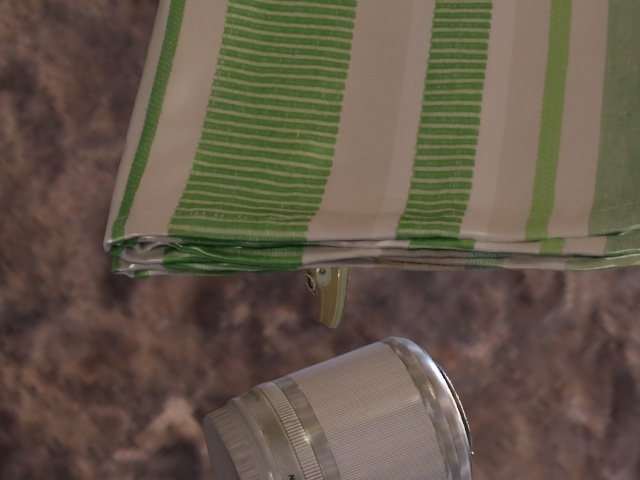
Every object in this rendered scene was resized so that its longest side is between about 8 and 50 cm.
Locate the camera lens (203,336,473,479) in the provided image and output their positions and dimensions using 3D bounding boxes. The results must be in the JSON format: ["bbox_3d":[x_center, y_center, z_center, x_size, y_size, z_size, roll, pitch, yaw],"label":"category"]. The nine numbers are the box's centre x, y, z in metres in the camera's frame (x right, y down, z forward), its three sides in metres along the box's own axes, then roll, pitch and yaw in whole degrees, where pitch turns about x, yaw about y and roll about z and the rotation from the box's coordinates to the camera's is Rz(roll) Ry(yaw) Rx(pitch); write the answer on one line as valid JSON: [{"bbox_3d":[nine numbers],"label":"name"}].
[{"bbox_3d":[0.025,0.249,2.212,0.274,0.219,0.219,-19,-34,-13],"label":"camera lens"}]

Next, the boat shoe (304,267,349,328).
[{"bbox_3d":[0.000,0.000,1.615,0.048,0.056,0.153,0,-74,-3],"label":"boat shoe"}]

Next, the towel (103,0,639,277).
[{"bbox_3d":[0.050,-0.085,1.088,0.325,0.248,0.038,-1,-36,13],"label":"towel"}]
